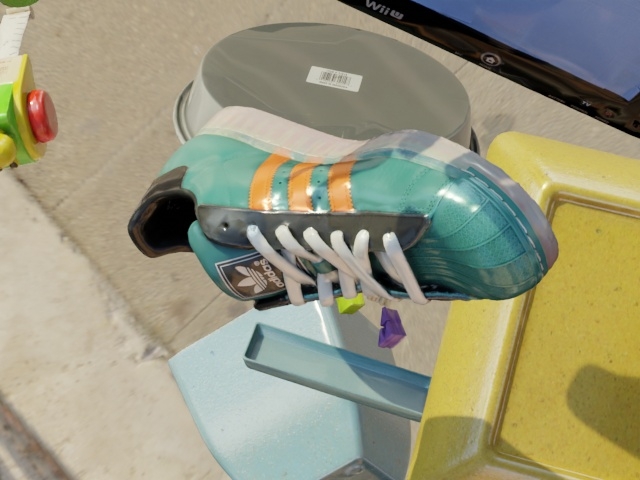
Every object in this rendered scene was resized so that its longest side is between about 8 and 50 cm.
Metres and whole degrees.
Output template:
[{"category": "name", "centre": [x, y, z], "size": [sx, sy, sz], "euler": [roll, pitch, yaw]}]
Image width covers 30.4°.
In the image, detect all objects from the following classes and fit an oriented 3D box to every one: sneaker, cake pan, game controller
[{"category": "sneaker", "centre": [0.000, 0.000, 0.724], "size": [0.121, 0.302, 0.108], "euler": [-47, 128, -25]}, {"category": "cake pan", "centre": [0.010, -0.126, 1.102], "size": [0.293, 0.293, 0.054], "euler": [12, 125, 3]}, {"category": "game controller", "centre": [0.130, -0.152, 0.687], "size": [0.319, 0.166, 0.067], "euler": [24, 53, -6]}]

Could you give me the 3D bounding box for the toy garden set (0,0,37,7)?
[{"category": "toy garden set", "centre": [-0.130, -0.179, 0.516], "size": [0.244, 0.049, 0.204], "euler": [-43, 53, 0]}]

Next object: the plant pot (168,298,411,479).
[{"category": "plant pot", "centre": [-0.016, 0.246, 1.591], "size": [0.248, 0.247, 0.252], "euler": [-31, 53, 11]}]

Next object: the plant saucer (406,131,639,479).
[{"category": "plant saucer", "centre": [0.264, 0.093, 0.951], "size": [0.333, 0.081, 0.332], "euler": [14, 84, 9]}]

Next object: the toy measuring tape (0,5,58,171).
[{"category": "toy measuring tape", "centre": [-0.403, -0.189, 1.564], "size": [0.122, 0.330, 0.121], "euler": [-3, 129, -4]}]

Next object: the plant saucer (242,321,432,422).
[{"category": "plant saucer", "centre": [0.019, 0.131, 1.159], "size": [0.192, 0.067, 0.018], "euler": [18, 119, 0]}]

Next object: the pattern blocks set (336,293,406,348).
[{"category": "pattern blocks set", "centre": [0.067, -0.030, 1.320], "size": [0.026, 0.285, 0.324], "euler": [5, 48, -17]}]
